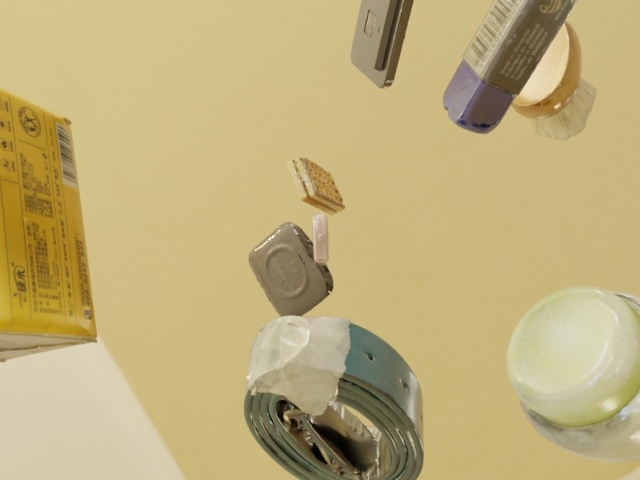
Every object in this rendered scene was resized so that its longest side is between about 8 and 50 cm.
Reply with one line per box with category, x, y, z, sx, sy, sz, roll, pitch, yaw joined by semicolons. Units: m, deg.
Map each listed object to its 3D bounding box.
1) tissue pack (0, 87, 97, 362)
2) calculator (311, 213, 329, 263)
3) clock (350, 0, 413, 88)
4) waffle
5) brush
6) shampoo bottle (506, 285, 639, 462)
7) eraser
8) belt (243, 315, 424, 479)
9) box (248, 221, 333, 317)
tissue pack;-0.510;-0.018;1.125;0.293;0.228;0.381;27;-130;-70
calculator;0.000;0.000;1.543;0.175;0.032;0.100;102;165;-86
clock;0.148;-0.559;1.951;0.049;0.278;0.273;2;-153;-20
waffle;-0.007;-0.115;1.601;0.148;0.042;0.102;22;-139;-61
brush;0.590;-0.399;1.870;0.166;0.266;0.174;28;172;-36
shampoo bottle;0.543;0.259;1.448;0.317;0.322;0.322;33;-160;-30
eraser;0.361;-0.372;1.465;0.102;0.332;0.155;17;-151;-18
belt;0.035;0.329;1.481;0.436;0.300;0.173;50;-155;-33
box;-0.076;0.076;1.794;0.042;0.201;0.212;-12;-113;-52
